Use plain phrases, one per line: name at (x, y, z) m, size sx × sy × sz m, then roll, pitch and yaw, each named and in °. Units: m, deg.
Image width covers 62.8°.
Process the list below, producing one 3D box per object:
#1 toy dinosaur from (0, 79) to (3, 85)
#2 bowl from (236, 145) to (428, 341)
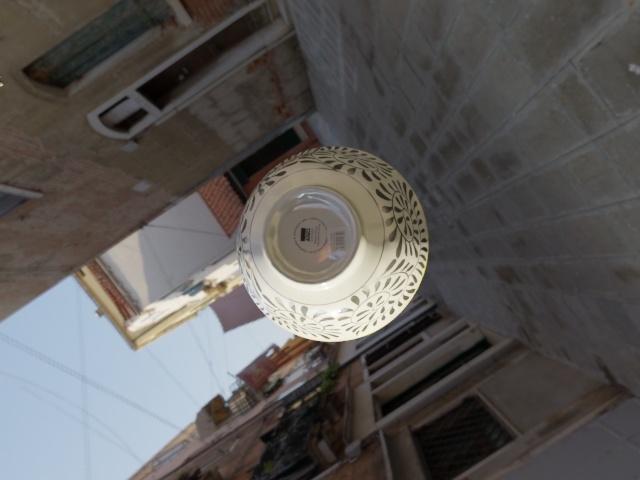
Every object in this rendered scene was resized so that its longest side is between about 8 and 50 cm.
toy dinosaur at (-0.238, -0.150, 0.265) m, size 0.313 × 0.121 × 0.160 m, roll -113°, pitch 10°, yaw -70°
bowl at (0.000, 0.000, 0.418) m, size 0.170 × 0.170 × 0.080 m, roll 56°, pitch -172°, yaw 9°
